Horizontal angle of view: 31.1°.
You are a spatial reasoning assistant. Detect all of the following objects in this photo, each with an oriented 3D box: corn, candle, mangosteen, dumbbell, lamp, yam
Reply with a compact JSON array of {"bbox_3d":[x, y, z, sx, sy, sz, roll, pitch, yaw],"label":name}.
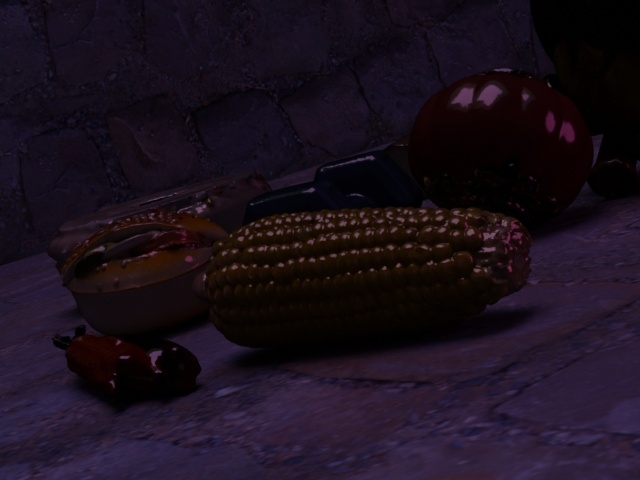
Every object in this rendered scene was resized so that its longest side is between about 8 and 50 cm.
[{"bbox_3d":[0.025,0.033,1.067,0.347,0.130,0.130,-6,11,34],"label":"corn"},{"bbox_3d":[-0.208,0.121,1.166,0.084,0.059,0.302,-6,4,-27],"label":"candle"},{"bbox_3d":[0.455,-0.272,1.497,0.382,0.435,0.382,1,5,0],"label":"mangosteen"},{"bbox_3d":[0.019,-0.016,1.384,0.160,0.144,0.325,-11,7,21],"label":"dumbbell"},{"bbox_3d":[0.222,-0.115,1.423,0.227,0.227,0.227,-15,7,2],"label":"lamp"},{"bbox_3d":[0.200,-0.153,2.124,0.129,0.128,0.238,24,30,20],"label":"yam"}]

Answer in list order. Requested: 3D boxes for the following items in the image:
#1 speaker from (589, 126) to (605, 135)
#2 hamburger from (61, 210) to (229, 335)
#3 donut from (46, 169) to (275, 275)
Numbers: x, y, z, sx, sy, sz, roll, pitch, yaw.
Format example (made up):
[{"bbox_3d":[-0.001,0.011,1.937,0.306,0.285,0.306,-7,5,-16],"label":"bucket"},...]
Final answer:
[{"bbox_3d":[0.568,-0.239,2.305,0.191,0.046,0.040,-9,9,39],"label":"speaker"},{"bbox_3d":[-0.215,0.037,1.466,0.237,0.147,0.237,-14,4,1],"label":"hamburger"},{"bbox_3d":[-0.244,-0.004,1.855,0.382,0.142,0.382,-16,8,2],"label":"donut"}]
